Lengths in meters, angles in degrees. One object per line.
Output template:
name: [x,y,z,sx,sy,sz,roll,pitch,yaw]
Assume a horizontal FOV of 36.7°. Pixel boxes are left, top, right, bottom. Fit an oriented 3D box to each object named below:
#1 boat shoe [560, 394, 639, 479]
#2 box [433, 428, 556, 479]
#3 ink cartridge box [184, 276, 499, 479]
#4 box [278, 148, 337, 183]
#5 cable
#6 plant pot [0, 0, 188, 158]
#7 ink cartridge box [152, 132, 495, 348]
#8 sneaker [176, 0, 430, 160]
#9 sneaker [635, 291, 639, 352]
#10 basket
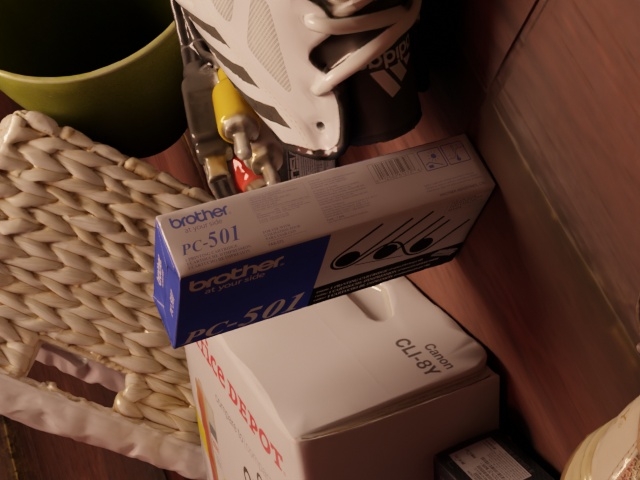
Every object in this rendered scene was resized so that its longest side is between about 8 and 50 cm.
boat shoe: [0.199,0.209,0.358,0.110,0.121,0.341,104,146,-56]
box: [0.155,0.256,0.595,0.232,0.059,0.183,41,143,53]
ink cartridge box: [0.011,0.218,0.815,0.279,0.160,0.385,-138,37,-55]
box: [-0.051,-0.173,0.840,0.183,0.056,0.231,-132,33,-53]
cable: [-0.082,-0.145,0.822,0.139,0.072,0.287,75,-178,-61]
plant pot: [-0.231,-0.215,1.056,0.293,0.274,0.275,79,168,-67]
ink cartridge box: [0.000,0.000,0.608,0.097,0.207,0.046,108,141,-57]
sneaker: [0.035,-0.192,0.527,0.257,0.169,0.447,57,156,-13]
sneaker: [0.152,-0.044,0.295,0.083,0.118,0.222,-175,71,-69]
basket: [-0.241,0.046,1.031,0.266,0.328,0.331,-66,19,-4]
